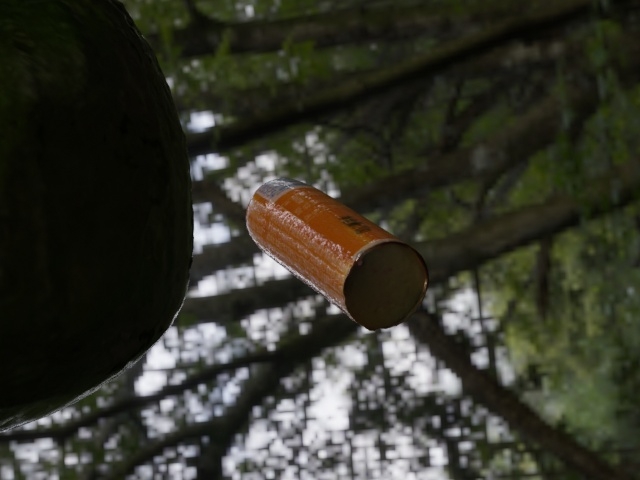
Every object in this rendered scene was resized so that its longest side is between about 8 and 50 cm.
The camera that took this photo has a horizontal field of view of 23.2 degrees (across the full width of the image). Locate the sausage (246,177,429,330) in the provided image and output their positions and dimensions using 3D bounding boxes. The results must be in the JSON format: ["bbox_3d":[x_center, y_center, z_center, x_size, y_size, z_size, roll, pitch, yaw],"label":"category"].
[{"bbox_3d":[0.000,0.000,1.231,0.234,0.071,0.071,35,147,59],"label":"sausage"}]

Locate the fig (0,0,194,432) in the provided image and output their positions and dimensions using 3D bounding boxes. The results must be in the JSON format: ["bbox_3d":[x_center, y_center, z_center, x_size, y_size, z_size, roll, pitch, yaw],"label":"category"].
[{"bbox_3d":[-0.143,-0.059,0.567,0.203,0.203,0.235,-42,-43,-63],"label":"fig"}]
